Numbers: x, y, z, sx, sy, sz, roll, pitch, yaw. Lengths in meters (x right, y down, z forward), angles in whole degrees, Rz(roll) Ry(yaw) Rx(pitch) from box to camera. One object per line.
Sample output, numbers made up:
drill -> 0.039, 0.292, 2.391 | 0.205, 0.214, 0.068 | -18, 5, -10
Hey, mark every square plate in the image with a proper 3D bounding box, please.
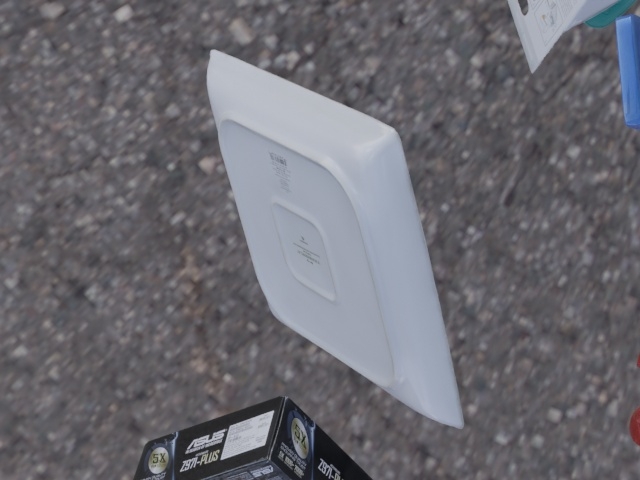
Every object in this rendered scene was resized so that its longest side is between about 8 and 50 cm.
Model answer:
square plate -> 0.000, 0.000, 1.669 | 0.347, 0.049, 0.344 | 29, 142, 51

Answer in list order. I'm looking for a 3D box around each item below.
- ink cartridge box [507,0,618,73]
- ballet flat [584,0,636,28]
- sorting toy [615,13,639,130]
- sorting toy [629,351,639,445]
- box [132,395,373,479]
ink cartridge box -> 0.243, -0.300, 1.567 | 0.066, 0.189, 0.232 | -7, 156, -15
ballet flat -> 0.333, -0.298, 1.655 | 0.073, 0.067, 0.206 | 23, 136, -38
sorting toy -> 0.281, -0.080, 1.018 | 0.047, 0.347, 0.196 | -9, 66, 34
sorting toy -> 0.391, 0.096, 1.688 | 0.046, 0.132, 0.275 | 9, 98, -31
box -> -0.064, 0.237, 1.521 | 0.180, 0.077, 0.147 | -23, 125, 33
